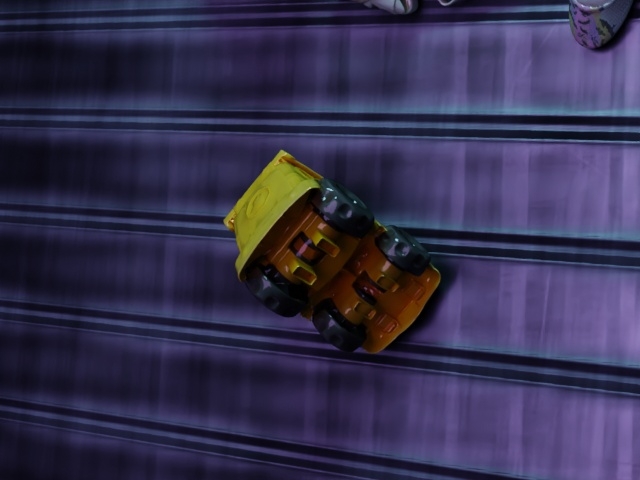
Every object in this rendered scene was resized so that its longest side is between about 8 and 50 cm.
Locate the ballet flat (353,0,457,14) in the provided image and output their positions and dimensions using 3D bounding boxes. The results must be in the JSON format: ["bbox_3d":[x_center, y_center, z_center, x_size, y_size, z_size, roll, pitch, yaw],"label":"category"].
[{"bbox_3d":[0.113,-0.300,1.684,0.248,0.086,0.086,-13,79,29],"label":"ballet flat"}]

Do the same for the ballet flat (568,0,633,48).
[{"bbox_3d":[0.313,-0.313,1.557,0.077,0.079,0.221,31,102,29],"label":"ballet flat"}]

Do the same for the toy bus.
[{"bbox_3d":[0.000,0.000,1.680,0.149,0.220,0.211,-51,30,11],"label":"toy bus"}]
